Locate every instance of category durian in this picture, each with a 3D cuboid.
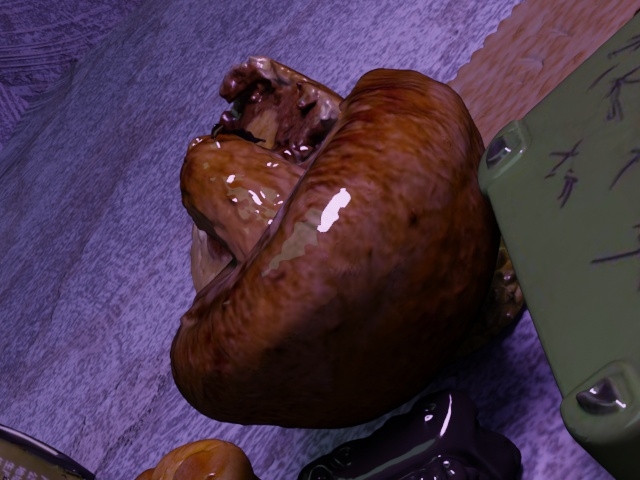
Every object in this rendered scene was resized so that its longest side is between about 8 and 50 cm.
[{"bbox_3d":[0.087,0.023,0.929,0.187,0.108,0.119,-44,19,12],"label":"durian"}]

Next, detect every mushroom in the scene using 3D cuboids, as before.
[{"bbox_3d":[0.007,0.002,0.815,0.263,0.195,0.283,-55,30,12],"label":"mushroom"}]

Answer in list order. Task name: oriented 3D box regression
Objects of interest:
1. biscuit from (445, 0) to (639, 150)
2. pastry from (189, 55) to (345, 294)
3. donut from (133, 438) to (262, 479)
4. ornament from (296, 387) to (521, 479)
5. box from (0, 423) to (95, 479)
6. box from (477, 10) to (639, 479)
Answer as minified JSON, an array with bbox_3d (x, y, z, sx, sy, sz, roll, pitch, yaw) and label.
[{"bbox_3d":[0.235,-0.194,1.059,0.325,0.044,0.217,-50,24,6],"label":"biscuit"},{"bbox_3d":[-0.019,-0.038,1.169,0.256,0.170,0.236,43,115,58],"label":"pastry"},{"bbox_3d":[-0.110,0.270,0.935,0.226,0.114,0.226,-40,26,24],"label":"donut"},{"bbox_3d":[0.038,0.236,0.701,0.251,0.106,0.260,-32,31,17],"label":"ornament"},{"bbox_3d":[-0.357,0.408,1.021,0.373,0.138,0.420,-56,10,54],"label":"box"},{"bbox_3d":[0.223,0.002,0.630,0.253,0.178,0.328,-45,24,20],"label":"box"}]
